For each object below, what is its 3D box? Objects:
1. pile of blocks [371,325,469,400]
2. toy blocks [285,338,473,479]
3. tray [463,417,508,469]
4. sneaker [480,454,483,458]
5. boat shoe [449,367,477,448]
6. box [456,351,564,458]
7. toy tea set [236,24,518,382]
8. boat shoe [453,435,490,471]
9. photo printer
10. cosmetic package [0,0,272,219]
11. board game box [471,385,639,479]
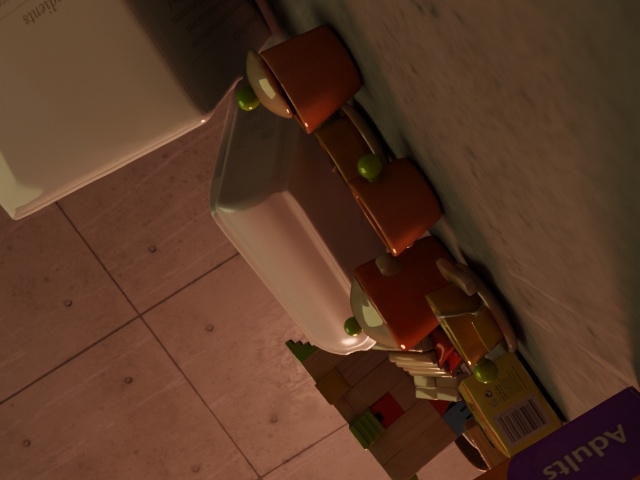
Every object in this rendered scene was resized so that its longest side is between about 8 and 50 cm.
[{"bbox_3d":[0.161,0.134,1.007,0.112,0.149,0.362,-7,137,43],"label":"pile of blocks"},{"bbox_3d":[0.155,0.265,1.218,0.381,0.261,0.191,51,178,9],"label":"toy blocks"},{"bbox_3d":[0.339,0.418,0.855,0.411,0.076,0.203,56,-179,-30],"label":"tray"},{"bbox_3d":[0.331,0.383,1.255,0.075,0.063,0.170,57,-174,-49],"label":"sneaker"},{"bbox_3d":[0.288,0.337,1.366,0.254,0.095,0.079,49,170,-2],"label":"boat shoe"},{"bbox_3d":[0.189,0.172,0.655,0.087,0.058,0.232,59,-179,17],"label":"box"},{"bbox_3d":[0.029,-0.017,0.564,0.336,0.124,0.200,58,-179,-5],"label":"toy tea set"},{"bbox_3d":[0.327,0.417,1.587,0.342,0.123,0.123,52,178,18],"label":"boat shoe"},{"bbox_3d":[-0.004,-0.029,0.763,0.256,0.107,0.307,-87,-26,-43],"label":"photo printer"},{"bbox_3d":[-0.321,-0.309,0.789,0.394,0.327,0.329,58,-156,-24],"label":"cosmetic package"},{"bbox_3d":[0.117,0.351,0.204,0.356,0.356,0.356,58,-179,-19],"label":"board game box"}]
